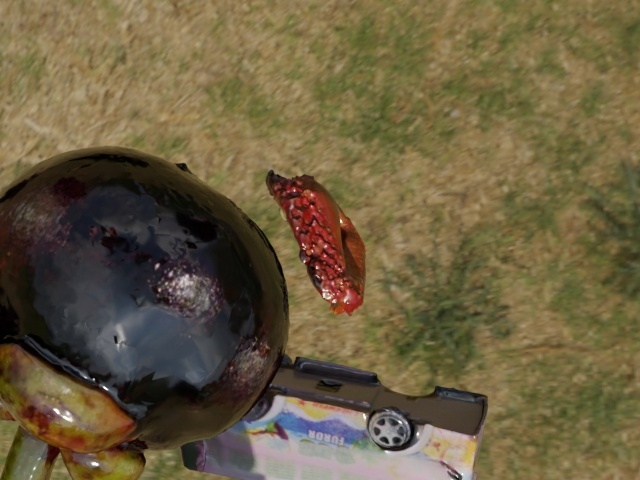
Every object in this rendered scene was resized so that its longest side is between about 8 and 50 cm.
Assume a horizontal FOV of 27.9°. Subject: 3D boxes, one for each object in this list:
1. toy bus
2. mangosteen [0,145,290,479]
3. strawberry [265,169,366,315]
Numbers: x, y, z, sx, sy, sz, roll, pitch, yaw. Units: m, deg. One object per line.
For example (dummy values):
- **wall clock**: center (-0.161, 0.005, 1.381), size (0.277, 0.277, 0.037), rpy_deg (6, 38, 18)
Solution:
- **toy bus**: center (0.005, 0.166, 1.141), size (0.274, 0.090, 0.112), rpy_deg (10, 112, 11)
- **mangosteen**: center (-0.139, 0.065, 0.823), size (0.211, 0.211, 0.250), rpy_deg (35, 80, -14)
- **strawberry**: center (0.003, -0.001, 0.947), size (0.048, 0.152, 0.104), rpy_deg (-32, 132, 0)
